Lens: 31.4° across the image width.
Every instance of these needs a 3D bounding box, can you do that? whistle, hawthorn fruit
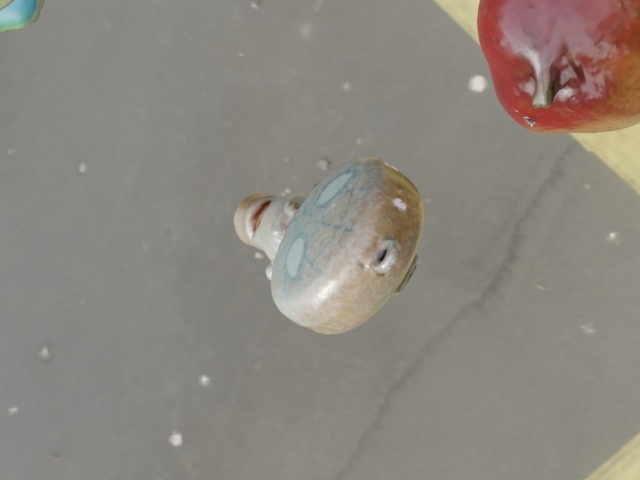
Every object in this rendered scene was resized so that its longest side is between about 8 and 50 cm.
[{"bbox_3d":[0.000,0.000,0.702,0.107,0.057,0.220,-61,24,-7],"label":"whistle"},{"bbox_3d":[0.329,-0.277,1.457,0.295,0.311,0.295,0,90,39],"label":"hawthorn fruit"}]

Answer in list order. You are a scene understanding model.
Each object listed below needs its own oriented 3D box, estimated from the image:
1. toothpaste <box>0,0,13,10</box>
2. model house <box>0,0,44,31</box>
[{"bbox_3d":[-0.111,-0.103,0.244,0.037,0.255,0.067,12,83,4],"label":"toothpaste"},{"bbox_3d":[-0.222,-0.243,0.708,0.303,0.215,0.237,-41,23,13],"label":"model house"}]
